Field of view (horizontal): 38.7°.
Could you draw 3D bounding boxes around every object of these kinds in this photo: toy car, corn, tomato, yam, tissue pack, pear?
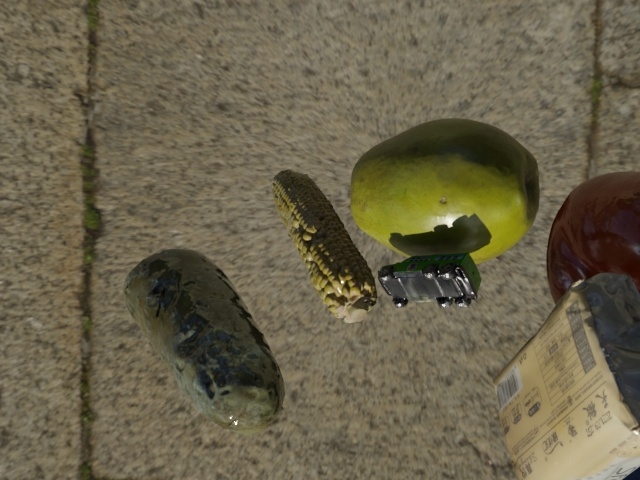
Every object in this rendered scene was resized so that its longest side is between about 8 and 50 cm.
[{"bbox_3d":[0.165,0.059,1.390,0.165,0.062,0.071,-5,125,42],"label":"toy car"},{"bbox_3d":[0.000,0.000,1.301,0.086,0.086,0.288,-34,50,6],"label":"corn"},{"bbox_3d":[0.395,0.033,1.070,0.180,0.260,0.260,-35,90,-28],"label":"tomato"},{"bbox_3d":[-0.137,0.115,1.080,0.133,0.330,0.133,-12,120,-22],"label":"yam"},{"bbox_3d":[0.276,0.165,0.960,0.090,0.222,0.186,3,50,-21],"label":"tissue pack"},{"bbox_3d":[0.202,-0.077,1.489,0.307,0.253,0.253,-8,93,28],"label":"pear"}]

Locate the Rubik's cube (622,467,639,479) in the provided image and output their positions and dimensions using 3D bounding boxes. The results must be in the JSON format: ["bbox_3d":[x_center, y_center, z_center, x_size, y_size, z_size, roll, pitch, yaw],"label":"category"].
[{"bbox_3d":[0.617,0.505,1.489,0.337,0.345,0.344,-22,128,27],"label":"Rubik's cube"}]
